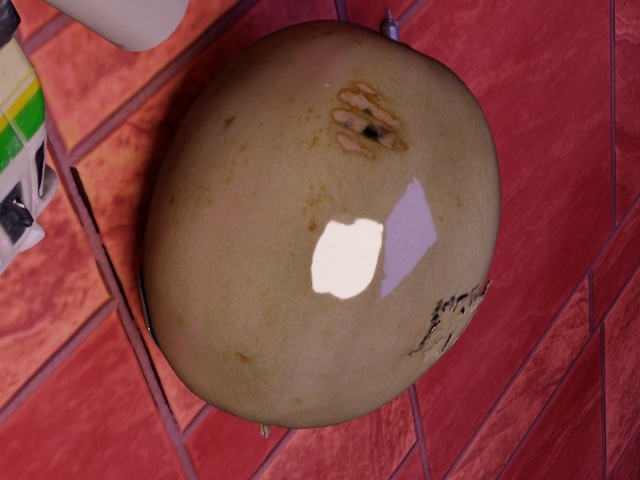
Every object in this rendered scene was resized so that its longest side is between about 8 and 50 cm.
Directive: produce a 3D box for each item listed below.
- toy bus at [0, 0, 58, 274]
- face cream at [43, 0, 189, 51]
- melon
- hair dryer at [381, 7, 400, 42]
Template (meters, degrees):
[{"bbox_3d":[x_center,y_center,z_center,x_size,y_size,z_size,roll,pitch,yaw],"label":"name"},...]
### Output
[{"bbox_3d":[-0.271,0.005,0.640,0.305,0.143,0.179,-56,149,-24],"label":"toy bus"},{"bbox_3d":[-0.176,-0.194,0.738,0.250,0.077,0.077,26,84,-60],"label":"face cream"},{"bbox_3d":[0.000,0.000,0.948,0.268,0.268,0.330,4,111,-58],"label":"melon"},{"bbox_3d":[0.066,-0.169,1.187,0.063,0.037,0.114,-30,124,-46],"label":"hair dryer"}]
